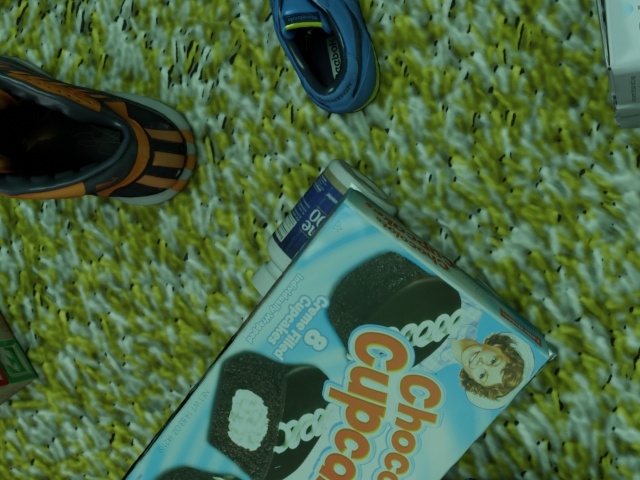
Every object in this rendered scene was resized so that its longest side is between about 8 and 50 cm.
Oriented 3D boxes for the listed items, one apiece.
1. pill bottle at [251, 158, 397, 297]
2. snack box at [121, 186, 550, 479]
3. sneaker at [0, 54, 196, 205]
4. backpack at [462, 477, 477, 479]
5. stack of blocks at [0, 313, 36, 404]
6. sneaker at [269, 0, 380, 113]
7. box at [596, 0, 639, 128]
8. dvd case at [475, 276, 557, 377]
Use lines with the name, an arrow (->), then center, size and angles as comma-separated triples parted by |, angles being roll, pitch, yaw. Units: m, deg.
pill bottle -> 0.000, 0.000, 0.806 | 0.067, 0.067, 0.120 | 42, 102, 13
snack box -> -0.001, 0.141, 0.776 | 0.187, 0.060, 0.322 | 37, 105, -4
sneaker -> -0.276, -0.102, 0.832 | 0.321, 0.180, 0.125 | 7, 92, 17
backpack -> 0.152, 0.232, 0.722 | 0.173, 0.158, 0.117 | 35, 92, 26
stack of blocks -> -0.430, 0.138, 0.930 | 0.297, 0.087, 0.171 | -36, 80, 14
sneaker -> -0.011, -0.201, 0.802 | 0.069, 0.082, 0.209 | -22, 82, 18
box -> 0.289, -0.149, 0.614 | 0.231, 0.262, 0.127 | -4, 89, 18
dvd case -> 0.114, 0.101, 0.799 | 0.087, 0.013, 0.119 | 44, 103, 12
